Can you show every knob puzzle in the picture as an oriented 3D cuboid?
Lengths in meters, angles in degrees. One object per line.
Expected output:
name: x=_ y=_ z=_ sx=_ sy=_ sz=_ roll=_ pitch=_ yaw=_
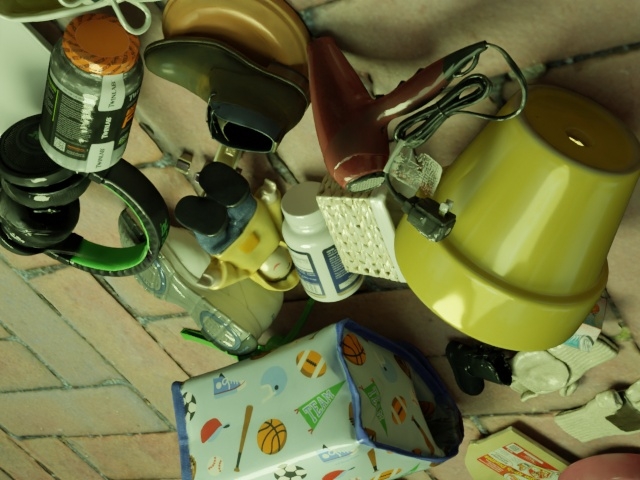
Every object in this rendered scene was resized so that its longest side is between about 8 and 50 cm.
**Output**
knob puzzle: x=0.336 y=0.387 z=1.923 sx=0.213 sy=0.030 sz=0.213 roll=13 pitch=141 yaw=10

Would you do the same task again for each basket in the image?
basket: x=0.075 y=-0.039 z=1.473 sx=0.103 sy=0.113 sz=0.167 roll=6 pitch=140 yaw=26

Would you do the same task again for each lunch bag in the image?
lunch bag: x=0.009 y=0.291 z=1.748 sx=0.328 sy=0.238 sz=0.385 roll=-22 pitch=151 yaw=25

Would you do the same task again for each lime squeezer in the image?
lime squeezer: x=-0.097 y=0.166 z=1.863 sx=0.310 sy=0.059 sz=0.110 roll=-16 pitch=98 yaw=41

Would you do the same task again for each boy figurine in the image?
boy figurine: x=-0.108 y=0.002 z=1.567 sx=0.092 sy=0.177 sz=0.285 roll=30 pitch=168 yaw=28

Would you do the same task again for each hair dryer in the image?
hair dryer: x=0.090 y=-0.151 z=1.281 sx=0.293 sy=0.223 sz=0.080 roll=33 pitch=-168 yaw=30

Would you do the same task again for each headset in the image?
headset: x=-0.409 y=-0.059 z=1.549 sx=0.394 sy=0.185 sz=0.243 roll=28 pitch=142 yaw=-6

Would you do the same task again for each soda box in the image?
soda box: x=0.303 y=0.093 z=1.562 sx=0.183 sy=0.058 sz=0.063 roll=18 pitch=142 yaw=7

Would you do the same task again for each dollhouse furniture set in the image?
dollhouse furniture set: x=-0.158 y=-0.100 z=1.534 sx=0.091 sy=0.081 sz=0.114 roll=24 pitch=142 yaw=-3

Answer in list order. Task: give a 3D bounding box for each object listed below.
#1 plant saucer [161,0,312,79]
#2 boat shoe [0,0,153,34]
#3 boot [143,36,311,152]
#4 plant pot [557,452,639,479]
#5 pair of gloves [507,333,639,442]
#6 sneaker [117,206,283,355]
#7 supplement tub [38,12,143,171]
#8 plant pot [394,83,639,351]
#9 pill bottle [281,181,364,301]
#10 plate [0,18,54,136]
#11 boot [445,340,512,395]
plant saucer: x=-0.107 y=-0.238 z=1.382 sx=0.200 sy=0.037 sz=0.200 roll=13 pitch=142 yaw=11
boat shoe: x=-0.243 y=-0.310 z=1.261 sx=0.367 sy=0.156 sz=0.136 roll=-2 pitch=136 yaw=29
boot: x=-0.126 y=-0.177 z=1.345 sx=0.219 sy=0.106 sz=0.082 roll=15 pitch=142 yaw=8
plant pot: x=0.487 y=0.470 z=1.799 sx=0.201 sy=0.180 sz=0.201 roll=5 pitch=139 yaw=4
pair of gloves: x=0.400 y=0.231 z=1.695 sx=0.240 sy=0.042 sz=0.204 roll=40 pitch=139 yaw=-21
sneaker: x=-0.187 y=0.047 z=1.709 sx=0.297 sy=0.129 sz=0.111 roll=42 pitch=144 yaw=5
supplement tub: x=-0.289 y=-0.186 z=1.407 sx=0.117 sy=0.117 sz=0.190 roll=24 pitch=139 yaw=-2
plant pot: x=0.246 y=-0.039 z=1.299 sx=0.254 sy=0.254 sz=0.239 roll=24 pitch=128 yaw=-3
pill bottle: x=0.000 y=0.000 z=1.568 sx=0.094 sy=0.094 sz=0.169 roll=3 pitch=139 yaw=22
plate: x=-0.445 y=-0.226 z=1.553 sx=0.277 sy=0.045 sz=0.278 roll=-19 pitch=127 yaw=39
boot: x=0.252 y=0.203 z=1.711 sx=0.099 sy=0.045 sz=0.121 roll=10 pitch=139 yaw=46
